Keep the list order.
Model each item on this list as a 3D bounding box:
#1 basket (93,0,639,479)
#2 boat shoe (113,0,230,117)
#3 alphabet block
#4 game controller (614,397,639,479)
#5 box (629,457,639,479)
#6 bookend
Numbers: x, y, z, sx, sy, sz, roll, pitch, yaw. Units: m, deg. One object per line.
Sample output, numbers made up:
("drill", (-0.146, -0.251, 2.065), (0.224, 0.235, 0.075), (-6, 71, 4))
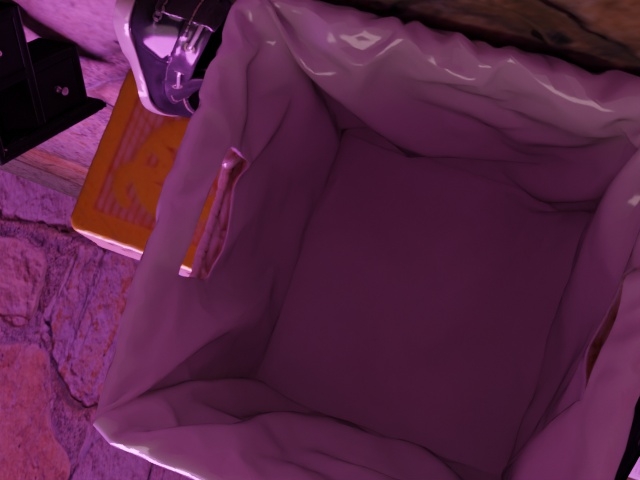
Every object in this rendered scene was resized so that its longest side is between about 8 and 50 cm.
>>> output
("basket", (0.069, 0.036, 0.705), (0.331, 0.328, 0.266), (17, 177, 13))
("boat shoe", (-0.099, -0.142, 0.740), (0.079, 0.084, 0.233), (19, 170, 3))
("alphabet block", (-0.154, -0.062, 1.078), (0.192, 0.194, 0.197), (18, 173, -5))
("game controller", (0.263, 0.109, 0.907), (0.166, 0.319, 0.067), (11, 137, 43))
("box", (0.487, 0.285, 1.820), (0.345, 0.168, 0.215), (17, -153, 15))
("bookend", (-0.313, -0.184, 0.973), (0.072, 0.156, 0.157), (16, -144, 28))
